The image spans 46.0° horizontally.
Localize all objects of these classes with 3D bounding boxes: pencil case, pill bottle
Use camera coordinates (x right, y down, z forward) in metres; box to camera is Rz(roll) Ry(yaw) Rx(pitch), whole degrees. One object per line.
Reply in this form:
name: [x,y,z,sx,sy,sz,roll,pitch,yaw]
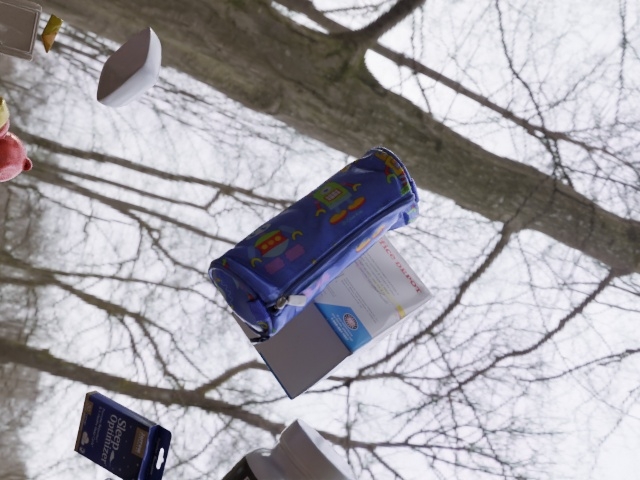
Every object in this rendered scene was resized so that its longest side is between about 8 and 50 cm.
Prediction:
pencil case: [0.000,0.000,0.997,0.306,0.119,0.133,-37,-145,-20]
pill bottle: [-0.086,0.394,1.055,0.278,0.162,0.162,-45,-144,-4]

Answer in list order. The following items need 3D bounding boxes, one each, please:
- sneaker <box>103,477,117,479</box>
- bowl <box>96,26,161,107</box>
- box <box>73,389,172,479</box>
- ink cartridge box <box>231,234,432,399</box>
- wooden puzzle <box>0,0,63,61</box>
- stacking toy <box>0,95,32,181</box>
sneaker: [-0.401,0.547,1.514,0.229,0.132,0.086,84,22,-84]
bowl: [-0.352,-0.316,1.413,0.142,0.053,0.142,-29,-137,24]
box: [-0.416,0.420,1.575,0.225,0.036,0.136,18,-81,26]
ink cartridge box: [0.022,0.101,1.179,0.171,0.232,0.168,53,-49,11]
wooden puzzle: [-0.381,-0.263,0.924,0.014,0.116,0.078,14,-92,46]
stacking toy: [-0.673,-0.105,1.281,0.309,0.130,0.279,-4,-139,24]
